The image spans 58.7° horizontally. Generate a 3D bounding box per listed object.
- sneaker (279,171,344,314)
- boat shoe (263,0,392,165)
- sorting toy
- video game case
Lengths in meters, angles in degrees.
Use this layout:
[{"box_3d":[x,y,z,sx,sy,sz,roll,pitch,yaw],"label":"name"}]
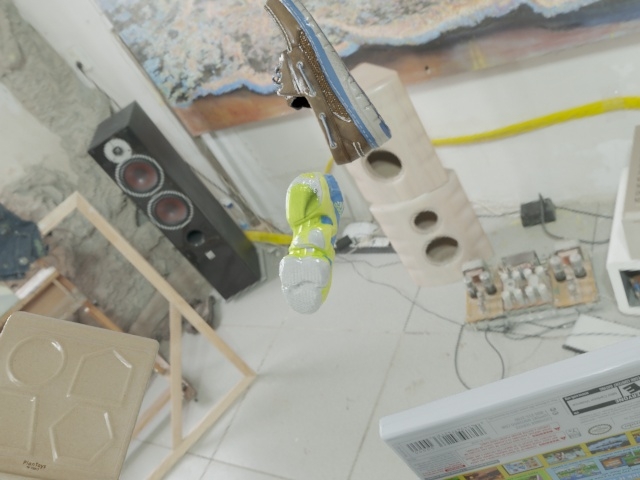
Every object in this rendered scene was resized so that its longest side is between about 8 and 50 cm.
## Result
[{"box_3d":[0.000,0.000,0.939,0.091,0.240,0.126,16,25,22],"label":"sneaker"},{"box_3d":[-0.010,-0.153,0.532,0.066,0.066,0.183,-35,77,11],"label":"boat shoe"},{"box_3d":[-0.320,0.196,0.701,0.192,0.038,0.208,14,50,-8],"label":"sorting toy"},{"box_3d":[0.199,0.186,0.498,0.226,0.206,0.026,-26,32,22],"label":"video game case"}]
